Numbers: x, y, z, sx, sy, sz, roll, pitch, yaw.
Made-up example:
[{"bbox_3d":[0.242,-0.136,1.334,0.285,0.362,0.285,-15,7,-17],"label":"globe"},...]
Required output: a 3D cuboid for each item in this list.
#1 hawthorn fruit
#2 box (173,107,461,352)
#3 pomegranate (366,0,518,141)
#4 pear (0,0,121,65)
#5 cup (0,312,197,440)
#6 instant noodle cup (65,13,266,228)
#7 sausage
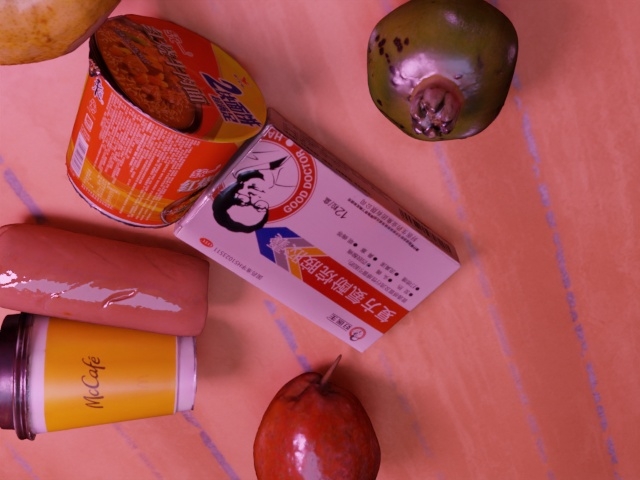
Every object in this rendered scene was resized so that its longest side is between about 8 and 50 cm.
[{"bbox_3d":[-0.006,0.309,1.160,0.210,0.210,0.263,1,101,-5],"label":"hawthorn fruit"},{"bbox_3d":[0.000,0.000,1.024,0.353,0.069,0.214,36,115,-22],"label":"box"},{"bbox_3d":[0.136,-0.186,0.823,0.179,0.210,0.180,7,127,10],"label":"pomegranate"},{"bbox_3d":[-0.291,-0.297,0.687,0.270,0.271,0.271,-2,124,-3],"label":"pear"},{"bbox_3d":[-0.325,0.189,1.059,0.279,0.196,0.197,2,124,-14],"label":"cup"},{"bbox_3d":[-0.195,-0.129,0.849,0.213,0.213,0.174,25,127,-19],"label":"instant noodle cup"},{"bbox_3d":[-0.305,0.055,1.001,0.304,0.121,0.121,12,122,-13],"label":"sausage"}]
